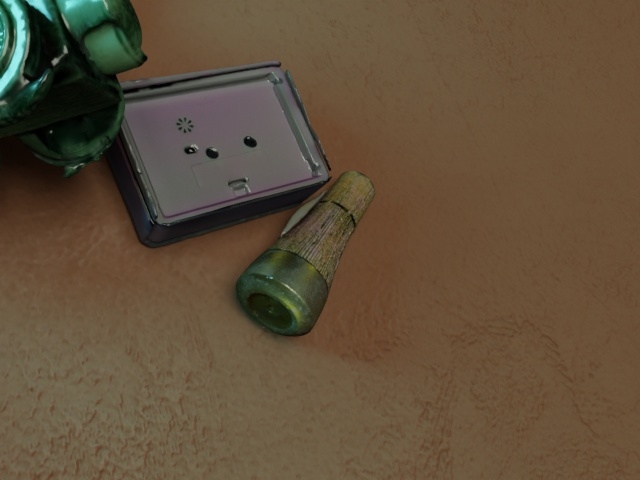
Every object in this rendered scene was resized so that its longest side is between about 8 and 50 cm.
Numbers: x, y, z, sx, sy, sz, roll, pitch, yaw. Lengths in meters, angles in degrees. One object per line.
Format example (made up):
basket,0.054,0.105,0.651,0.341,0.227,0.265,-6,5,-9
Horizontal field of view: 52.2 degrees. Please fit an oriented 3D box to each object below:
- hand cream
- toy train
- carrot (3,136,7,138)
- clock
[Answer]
hand cream,0.000,0.000,0.662,0.084,0.084,0.203,41,54,-7
toy train,-0.283,-0.148,0.482,0.299,0.167,0.238,-21,81,5
carrot,-0.282,-0.217,0.602,0.102,0.102,0.262,7,75,-24
clock,-0.104,-0.090,0.643,0.194,0.073,0.144,-18,80,-31
